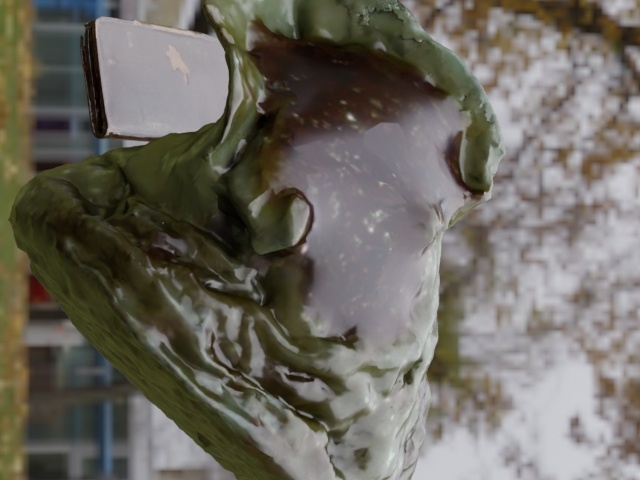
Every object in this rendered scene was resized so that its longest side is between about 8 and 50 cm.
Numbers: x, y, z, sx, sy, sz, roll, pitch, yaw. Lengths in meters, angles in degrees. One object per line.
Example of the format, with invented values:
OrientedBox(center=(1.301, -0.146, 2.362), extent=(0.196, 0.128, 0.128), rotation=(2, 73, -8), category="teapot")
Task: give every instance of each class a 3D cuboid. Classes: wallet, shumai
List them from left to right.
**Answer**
OrientedBox(center=(-0.114, -0.114, 1.438), extent=(0.026, 0.176, 0.095), rotation=(-11, -97, 35), category="wallet")
OrientedBox(center=(0.000, 0.000, 1.225), extent=(0.288, 0.330, 0.292), rotation=(-47, -167, -12), category="shumai")
